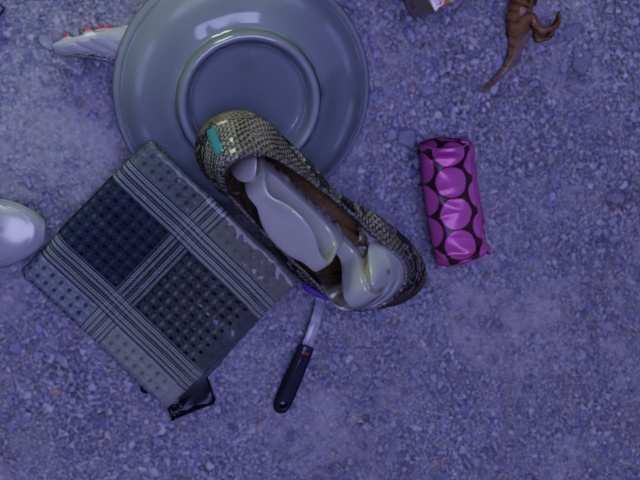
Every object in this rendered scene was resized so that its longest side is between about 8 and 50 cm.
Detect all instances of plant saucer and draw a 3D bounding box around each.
[{"bbox_3d":[-0.113,-0.217,1.691,0.401,0.100,0.400,-4,112,-9],"label":"plant saucer"}]

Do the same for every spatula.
[{"bbox_3d":[-0.016,0.149,1.833,0.084,0.030,0.296,20,94,-15],"label":"spatula"}]

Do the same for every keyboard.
[{"bbox_3d":[-0.248,0.201,1.805,0.108,0.023,0.180,-21,100,-12],"label":"keyboard"}]

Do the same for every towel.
[{"bbox_3d":[-0.245,0.057,1.716,0.324,0.056,0.312,45,103,-5],"label":"towel"}]

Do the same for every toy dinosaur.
[{"bbox_3d":[0.330,-0.345,1.824,0.112,0.064,0.211,5,107,1],"label":"toy dinosaur"}]

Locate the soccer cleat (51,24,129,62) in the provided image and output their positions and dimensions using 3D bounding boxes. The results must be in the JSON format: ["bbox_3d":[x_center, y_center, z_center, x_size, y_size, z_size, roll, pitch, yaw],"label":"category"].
[{"bbox_3d":[-0.309,-0.294,1.705,0.196,0.068,0.076,-11,102,-11],"label":"soccer cleat"}]

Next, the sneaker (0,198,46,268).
[{"bbox_3d":[-0.565,-0.005,1.654,0.305,0.152,0.114,1,95,-12],"label":"sneaker"}]

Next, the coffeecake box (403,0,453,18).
[{"bbox_3d":[0.224,-0.424,1.740,0.186,0.142,0.068,-31,101,-5],"label":"coffeecake box"}]

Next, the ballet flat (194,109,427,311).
[{"bbox_3d":[0.000,0.000,1.664,0.164,0.182,0.483,-40,123,14],"label":"ballet flat"}]

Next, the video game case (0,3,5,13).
[{"bbox_3d":[-0.639,-0.314,1.664,0.196,0.026,0.274,43,90,-13],"label":"video game case"}]

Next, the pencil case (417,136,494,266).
[{"bbox_3d":[0.220,-0.067,1.816,0.098,0.095,0.209,-6,103,26],"label":"pencil case"}]
